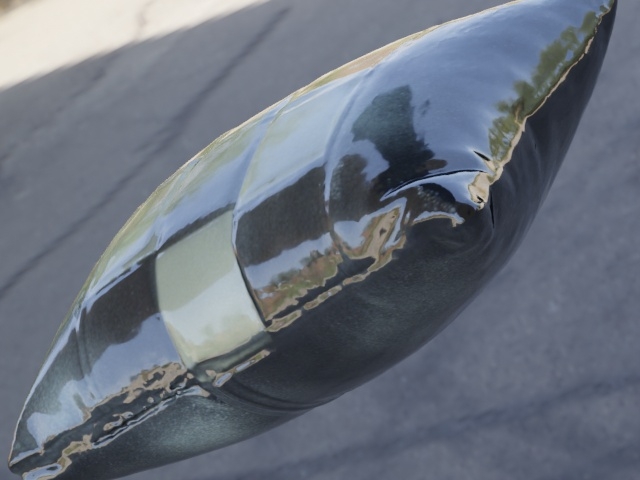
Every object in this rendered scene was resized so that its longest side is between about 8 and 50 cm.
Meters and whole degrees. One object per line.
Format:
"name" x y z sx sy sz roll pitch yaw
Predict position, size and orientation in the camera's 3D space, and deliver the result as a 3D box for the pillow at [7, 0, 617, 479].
"pillow" 0.000 0.000 0.636 0.250 0.106 0.186 -31 14 39
